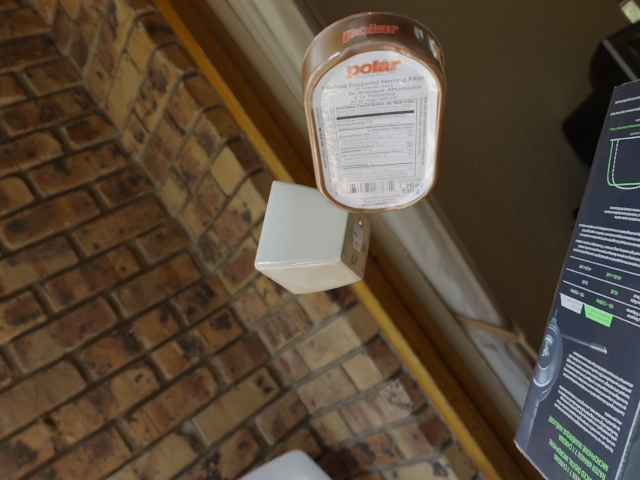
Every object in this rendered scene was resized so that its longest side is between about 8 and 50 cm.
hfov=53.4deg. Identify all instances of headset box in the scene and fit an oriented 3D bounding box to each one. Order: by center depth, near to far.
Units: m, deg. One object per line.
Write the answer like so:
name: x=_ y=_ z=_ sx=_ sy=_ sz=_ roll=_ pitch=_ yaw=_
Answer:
headset box: x=0.286 y=0.064 z=0.393 sx=0.131 sy=0.246 sz=0.283 roll=-125 pitch=49 yaw=-83

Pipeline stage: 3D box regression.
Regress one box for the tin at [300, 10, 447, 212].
tin: x=0.043 y=-0.086 z=0.492 sx=0.106 sy=0.040 sz=0.190 roll=-8 pitch=-35 yaw=2

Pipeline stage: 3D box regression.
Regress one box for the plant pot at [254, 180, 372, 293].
plant pot: x=0.000 y=0.000 z=0.744 sx=0.096 sy=0.109 sz=0.109 roll=2 pitch=-20 yaw=27
